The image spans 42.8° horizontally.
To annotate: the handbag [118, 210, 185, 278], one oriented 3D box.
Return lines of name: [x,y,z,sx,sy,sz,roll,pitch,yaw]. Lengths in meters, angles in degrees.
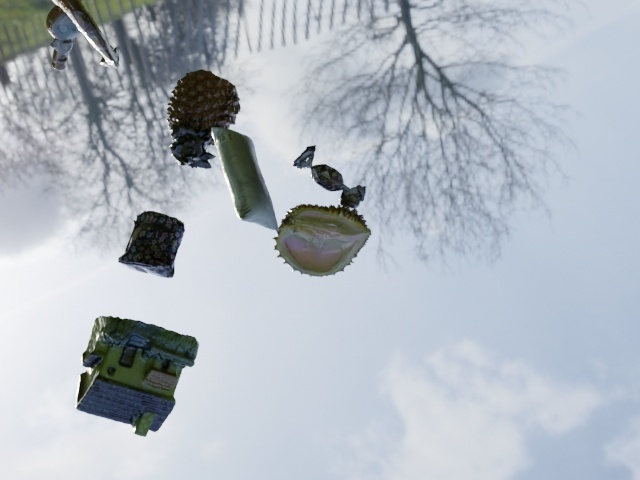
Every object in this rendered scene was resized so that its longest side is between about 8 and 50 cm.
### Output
handbag: [-0.539,0.007,2.649,0.229,0.127,0.208,7,-112,35]

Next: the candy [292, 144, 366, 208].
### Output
candy: [0.028,-0.162,2.119,0.051,0.226,0.094,-10,-128,58]

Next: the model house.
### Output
model house: [-0.373,0.270,1.615,0.170,0.194,0.211,-7,-116,56]

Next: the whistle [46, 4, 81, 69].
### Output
whistle: [-0.660,-0.534,2.102,0.107,0.220,0.057,-27,-113,-40]

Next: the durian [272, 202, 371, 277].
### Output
durian: [0.000,-0.010,2.102,0.250,0.183,0.138,0,-152,-3]

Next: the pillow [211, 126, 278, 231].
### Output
pillow: [-0.164,-0.137,1.824,0.078,0.144,0.254,-28,-116,17]

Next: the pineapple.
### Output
pineapple: [-0.378,-0.339,2.490,0.223,0.223,0.357,-2,-126,18]

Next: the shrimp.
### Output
shrimp: [-0.480,-0.447,1.648,0.054,0.222,0.290,-38,-142,-5]
